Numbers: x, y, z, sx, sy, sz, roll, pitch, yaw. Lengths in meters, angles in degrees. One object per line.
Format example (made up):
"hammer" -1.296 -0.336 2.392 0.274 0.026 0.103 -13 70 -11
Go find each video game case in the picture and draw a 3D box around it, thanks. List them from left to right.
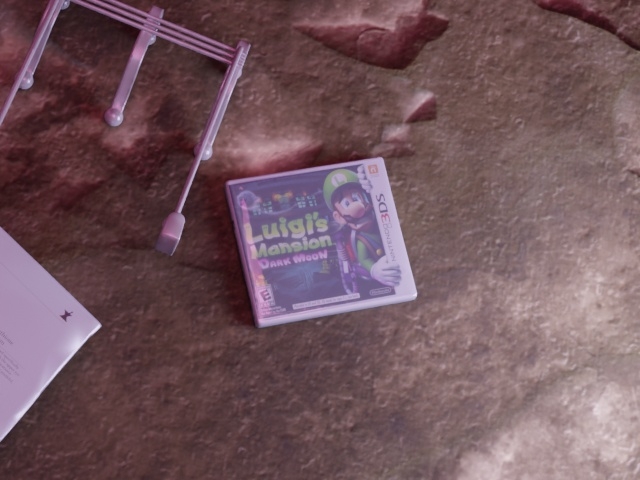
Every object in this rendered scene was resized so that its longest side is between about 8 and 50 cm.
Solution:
"video game case" 0.000 0.000 1.891 0.190 0.022 0.173 -10 74 -14

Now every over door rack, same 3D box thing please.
"over door rack" -0.232 -0.134 1.827 0.239 0.108 0.324 21 49 -4

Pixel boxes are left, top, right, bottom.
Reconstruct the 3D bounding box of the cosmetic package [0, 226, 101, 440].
"cosmetic package" -0.450 0.061 1.668 0.377 0.097 0.284 46 58 -10
